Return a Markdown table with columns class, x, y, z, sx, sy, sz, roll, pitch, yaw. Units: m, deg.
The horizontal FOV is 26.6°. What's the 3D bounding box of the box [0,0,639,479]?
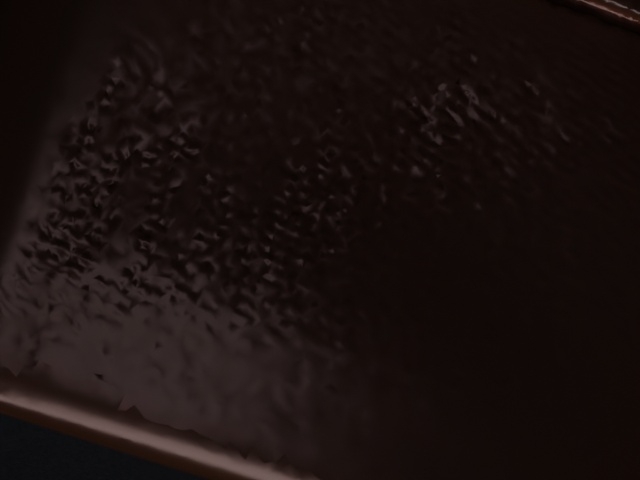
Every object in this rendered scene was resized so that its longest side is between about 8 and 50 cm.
| class | x | y | z | sx | sy | sz | roll | pitch | yaw |
| --- | --- | --- | --- | --- | --- | --- | --- | --- | --- |
| box | 0.000 | 0.000 | 0.600 | 0.339 | 0.229 | 0.239 | 20 | 170 | -10 |
